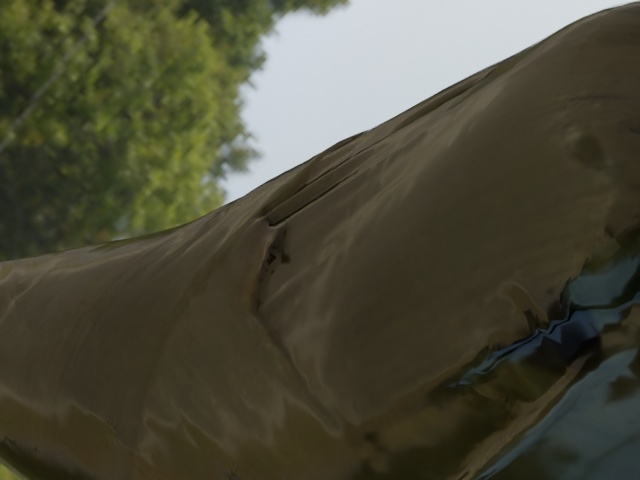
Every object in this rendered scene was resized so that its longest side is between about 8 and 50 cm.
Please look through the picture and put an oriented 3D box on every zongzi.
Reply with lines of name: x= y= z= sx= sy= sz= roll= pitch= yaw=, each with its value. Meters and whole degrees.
zongzi: x=0.000 y=0.000 z=0.524 sx=0.181 sy=0.418 sz=0.447 roll=-58 pitch=169 yaw=-40
